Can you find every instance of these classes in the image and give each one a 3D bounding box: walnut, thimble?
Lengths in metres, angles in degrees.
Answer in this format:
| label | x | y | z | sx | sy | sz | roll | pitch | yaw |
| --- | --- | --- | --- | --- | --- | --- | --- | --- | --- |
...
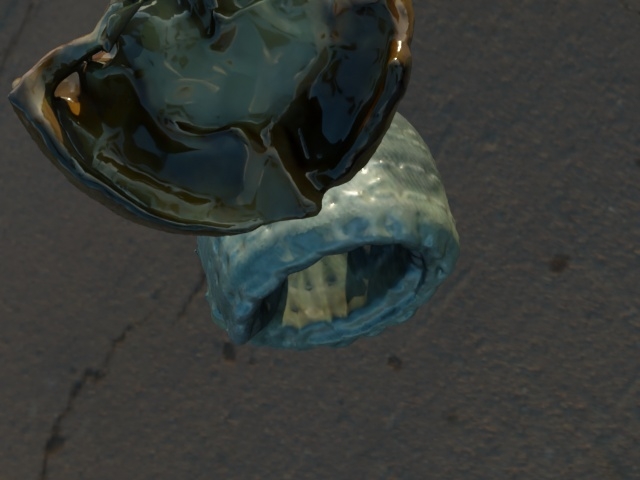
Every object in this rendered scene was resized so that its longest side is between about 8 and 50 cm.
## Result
| label | x | y | z | sx | sy | sz | roll | pitch | yaw |
| --- | --- | --- | --- | --- | --- | --- | --- | --- | --- |
| walnut | -0.041 | -0.119 | 0.614 | 0.204 | 0.141 | 0.238 | 23 | 101 | 8 |
| thimble | 0.000 | 0.000 | 1.038 | 0.250 | 0.205 | 0.171 | -25 | 55 | 17 |
